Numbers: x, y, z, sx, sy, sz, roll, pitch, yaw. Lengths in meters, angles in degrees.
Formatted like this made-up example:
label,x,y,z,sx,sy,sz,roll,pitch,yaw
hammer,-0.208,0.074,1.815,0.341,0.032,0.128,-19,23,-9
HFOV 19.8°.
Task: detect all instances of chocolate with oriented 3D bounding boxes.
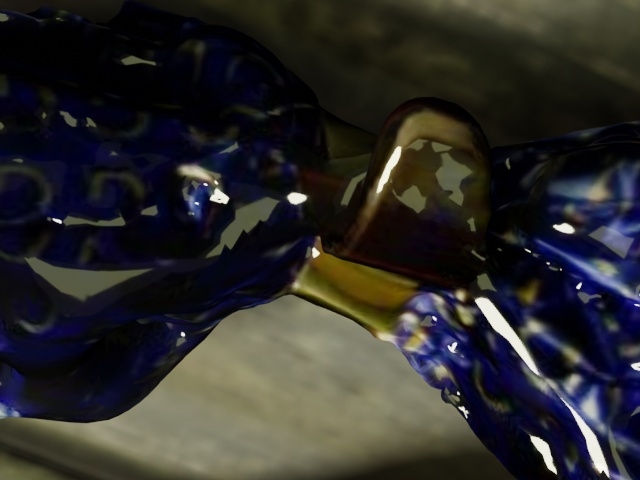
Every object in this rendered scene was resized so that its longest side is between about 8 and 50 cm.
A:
label,x,y,z,sx,sy,sz,roll,pitch,yaw
chocolate,-0.004,0.002,0.451,0.343,0.126,0.148,13,154,-5
